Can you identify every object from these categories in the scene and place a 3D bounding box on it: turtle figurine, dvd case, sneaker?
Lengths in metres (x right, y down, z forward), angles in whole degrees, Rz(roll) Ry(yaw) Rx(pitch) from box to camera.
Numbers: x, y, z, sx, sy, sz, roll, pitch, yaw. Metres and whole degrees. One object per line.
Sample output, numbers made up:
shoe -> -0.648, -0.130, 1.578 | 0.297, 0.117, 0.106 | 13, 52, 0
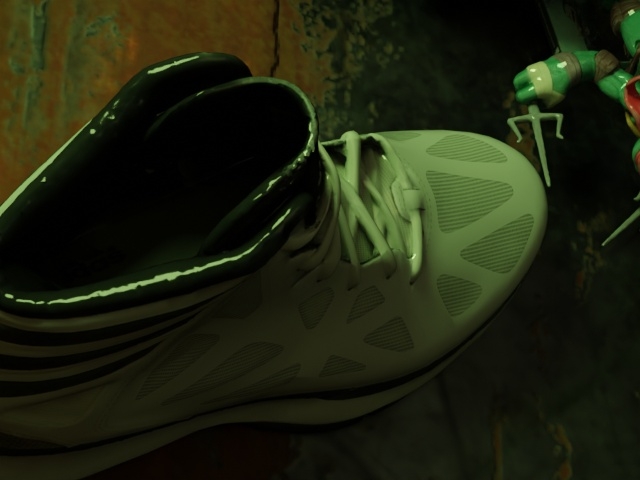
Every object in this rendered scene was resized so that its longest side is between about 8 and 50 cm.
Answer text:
turtle figurine -> 0.230, -0.096, 1.133 | 0.175, 0.118, 0.234 | 44, 42, -27
dvd case -> 0.199, -0.185, 1.232 | 0.087, 0.013, 0.119 | -5, 68, -29
sneaker -> 0.000, 0.001, 0.887 | 0.448, 0.257, 0.169 | -19, 75, -33
